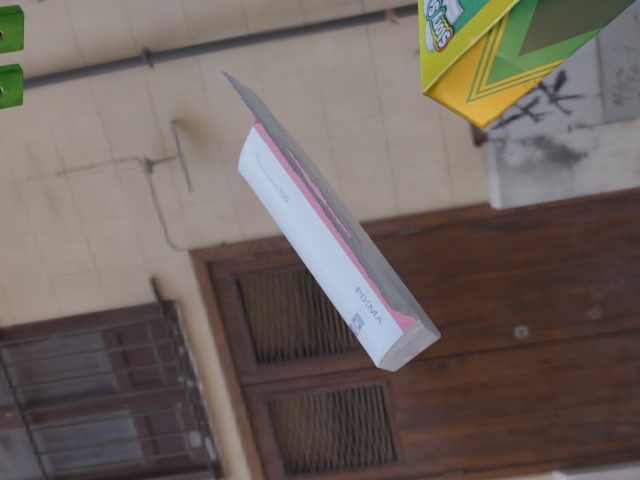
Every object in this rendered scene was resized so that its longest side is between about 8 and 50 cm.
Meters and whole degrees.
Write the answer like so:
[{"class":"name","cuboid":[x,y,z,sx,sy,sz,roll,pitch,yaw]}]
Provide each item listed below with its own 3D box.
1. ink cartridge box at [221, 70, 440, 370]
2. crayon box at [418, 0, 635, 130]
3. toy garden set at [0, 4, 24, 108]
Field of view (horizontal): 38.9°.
[{"class":"ink cartridge box","cuboid":[0.000,0.000,1.050,0.308,0.091,0.385,55,-174,16]},{"class":"crayon box","cuboid":[0.244,-0.361,1.040,0.106,0.313,0.362,23,-132,-24]},{"class":"toy garden set","cuboid":[-0.362,-0.206,0.777,0.049,0.204,0.244,52,143,29]}]
